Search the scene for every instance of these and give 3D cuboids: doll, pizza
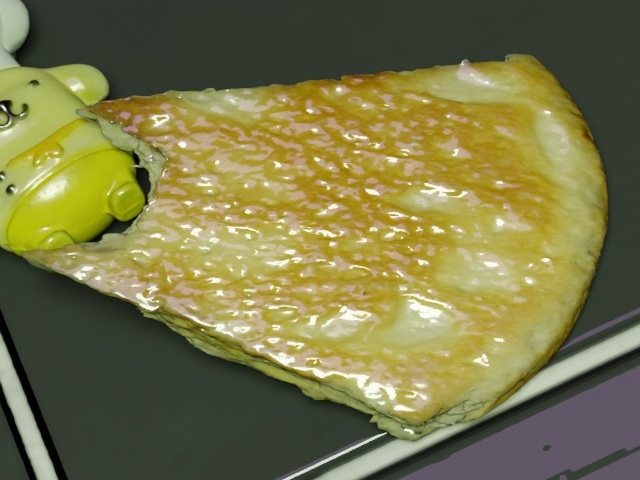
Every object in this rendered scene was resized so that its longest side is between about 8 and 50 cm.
[{"bbox_3d":[-0.151,-0.056,0.901,0.106,0.062,0.162,-36,62,-14],"label":"doll"},{"bbox_3d":[0.000,0.000,0.844,0.262,0.034,0.181,0,68,-3],"label":"pizza"}]
